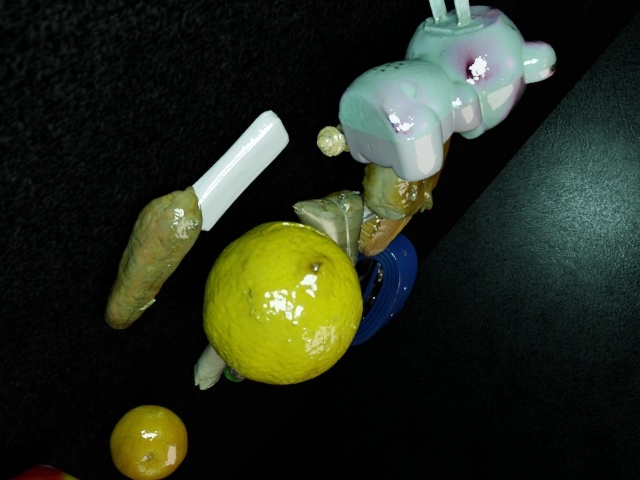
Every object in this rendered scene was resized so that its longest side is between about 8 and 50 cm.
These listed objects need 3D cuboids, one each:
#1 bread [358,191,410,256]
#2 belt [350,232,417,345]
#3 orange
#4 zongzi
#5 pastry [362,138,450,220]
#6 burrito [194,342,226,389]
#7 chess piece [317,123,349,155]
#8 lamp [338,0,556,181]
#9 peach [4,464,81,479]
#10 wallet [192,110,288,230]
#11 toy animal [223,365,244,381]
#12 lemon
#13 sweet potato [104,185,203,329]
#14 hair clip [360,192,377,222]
[{"bbox_3d":[0.137,-0.064,1.559,0.199,0.104,0.199,-41,160,-19],"label":"bread"},{"bbox_3d":[0.121,0.128,1.800,0.117,0.212,0.347,-30,154,-51],"label":"belt"},{"bbox_3d":[-0.344,0.403,1.333,0.154,0.155,0.134,-49,-160,6],"label":"orange"},{"bbox_3d":[0.000,0.000,1.291,0.197,0.099,0.194,-14,115,-52],"label":"zongzi"},{"bbox_3d":[0.175,-0.153,1.297,0.236,0.121,0.257,-61,159,-9],"label":"pastry"},{"bbox_3d":[-0.211,0.226,1.416,0.082,0.059,0.275,-50,173,-45],"label":"burrito"},{"bbox_3d":[0.050,-0.176,1.110,0.172,0.060,0.060,-26,155,-53],"label":"chess piece"},{"bbox_3d":[0.175,-0.256,1.012,0.301,0.247,0.247,-35,123,-19],"label":"lamp"},{"bbox_3d":[-0.485,0.530,1.039,0.338,0.281,0.281,-48,166,2],"label":"peach"},{"bbox_3d":[-0.116,-0.091,0.900,0.190,0.033,0.095,-46,164,-5],"label":"wallet"},{"bbox_3d":[-0.180,0.260,1.562,0.208,0.100,0.103,106,-10,-58],"label":"toy animal"},{"bbox_3d":[-0.065,0.106,1.111,0.293,0.293,0.293,-43,165,-15],"label":"lemon"},{"bbox_3d":[-0.227,0.039,0.859,0.075,0.075,0.273,-27,157,-54],"label":"sweet potato"},{"bbox_3d":[0.026,-0.015,1.430,0.292,0.084,0.106,-40,169,-7],"label":"hair clip"}]
